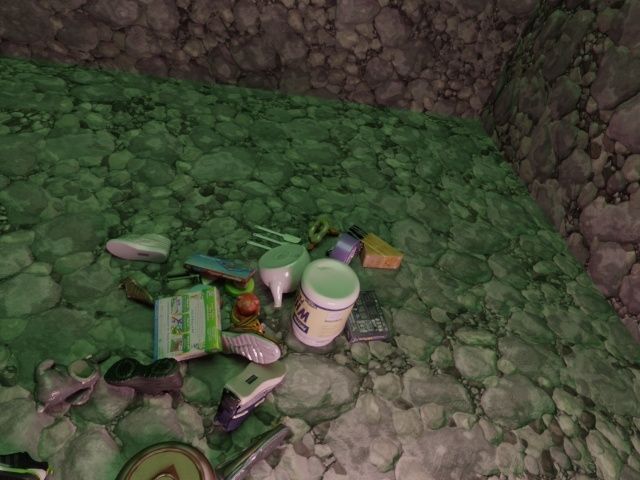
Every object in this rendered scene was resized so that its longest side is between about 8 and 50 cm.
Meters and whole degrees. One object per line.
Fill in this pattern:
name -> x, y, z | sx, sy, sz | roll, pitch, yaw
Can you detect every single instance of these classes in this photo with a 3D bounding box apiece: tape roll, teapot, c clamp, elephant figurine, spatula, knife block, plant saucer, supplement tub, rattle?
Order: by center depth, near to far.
plant saucer -> -0.472, 0.756, 1.357 | 0.310, 0.050, 0.311 | 10, 43, -9
elephant figurine -> -0.810, 0.454, 1.493 | 0.239, 0.169, 0.186 | 4, 72, -36
supplement tub -> 0.009, 0.256, 1.814 | 0.235, 0.325, 0.236 | 9, 44, -9
c clamp -> -0.591, 0.153, 1.900 | 0.160, 0.022, 0.137 | -6, 17, -11
teapot -> -0.146, 0.143, 1.994 | 0.255, 0.187, 0.252 | -25, 28, -16
tape roll -> 0.107, 0.064, 2.142 | 0.080, 0.189, 0.189 | 28, 44, 12
spatula -> -0.231, 0.003, 2.219 | 0.241, 0.019, 0.168 | 19, 44, 1
rattle -> 0.000, 0.000, 2.289 | 0.130, 0.143, 0.200 | -1, 53, 28
knife block -> 0.266, 0.023, 2.306 | 0.275, 0.088, 0.242 | 4, 45, -13

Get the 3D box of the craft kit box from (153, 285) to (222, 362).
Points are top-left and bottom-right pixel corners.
craft kit box -> -0.499, 0.317, 1.690 | 0.246, 0.061, 0.250 | -14, 60, 5

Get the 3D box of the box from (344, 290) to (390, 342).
box -> 0.184, 0.333, 1.986 | 0.183, 0.059, 0.233 | -1, 47, -19

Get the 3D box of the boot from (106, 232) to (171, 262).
boot -> -0.794, 0.019, 1.984 | 0.258, 0.095, 0.123 | 14, 37, -15

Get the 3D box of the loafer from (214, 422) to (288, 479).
loafer -> -0.224, 0.686, 1.477 | 0.084, 0.096, 0.267 | 33, 48, 29

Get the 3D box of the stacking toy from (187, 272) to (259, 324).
stacking toy -> -0.398, 0.207, 1.877 | 0.308, 0.130, 0.280 | 7, 45, -12

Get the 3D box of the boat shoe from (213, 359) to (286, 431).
boat shoe -> -0.252, 0.542, 1.606 | 0.127, 0.158, 0.340 | 31, 16, 22

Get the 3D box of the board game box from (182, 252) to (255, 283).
board game box -> -0.439, 0.120, 1.968 | 0.281, 0.027, 0.145 | 14, 19, 6

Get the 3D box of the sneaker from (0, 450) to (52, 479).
sneaker -> -0.906, 0.662, 1.310 | 0.234, 0.084, 0.097 | 18, 19, -1

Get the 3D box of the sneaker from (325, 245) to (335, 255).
sneaker -> 0.069, 0.049, 2.260 | 0.109, 0.040, 0.043 | -11, 33, -31

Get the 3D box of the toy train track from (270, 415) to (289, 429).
toy train track -> -0.145, 0.652, 1.592 | 0.048, 0.014, 0.083 | 35, 40, 27

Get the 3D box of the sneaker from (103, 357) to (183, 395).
sneaker -> -0.609, 0.482, 1.550 | 0.286, 0.130, 0.109 | -1, 35, 13

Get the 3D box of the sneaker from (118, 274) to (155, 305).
sneaker -> -0.742, 0.218, 1.819 | 0.188, 0.066, 0.071 | 36, 63, 26

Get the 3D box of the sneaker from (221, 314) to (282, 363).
sneaker -> -0.242, 0.355, 1.705 | 0.321, 0.125, 0.180 | 4, 24, 35
